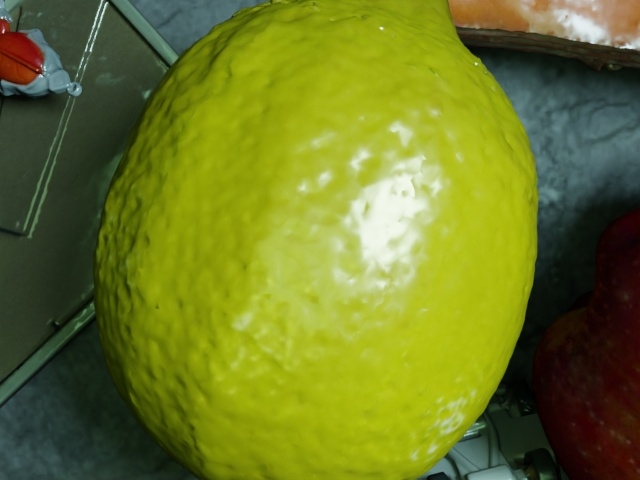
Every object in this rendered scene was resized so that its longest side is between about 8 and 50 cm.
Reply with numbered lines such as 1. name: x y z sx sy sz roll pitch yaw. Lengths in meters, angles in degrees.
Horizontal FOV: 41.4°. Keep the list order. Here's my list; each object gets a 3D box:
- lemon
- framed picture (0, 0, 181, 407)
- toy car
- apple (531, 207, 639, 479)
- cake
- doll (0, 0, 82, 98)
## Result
1. lemon: 0.000 0.000 0.482 0.245 0.245 0.320 18 90 2
2. framed picture: -0.210 -0.040 0.602 0.289 0.020 0.211 -43 89 3
3. toy car: 0.102 0.167 0.541 0.112 0.139 0.112 -14 109 -2
4. apple: 0.284 0.094 0.451 0.317 0.288 0.288 34 93 17
5. cake: 0.169 -0.148 0.546 0.287 0.098 0.135 30 91 6
6. doll: -0.206 -0.121 0.573 0.114 0.039 0.057 30 63 12
